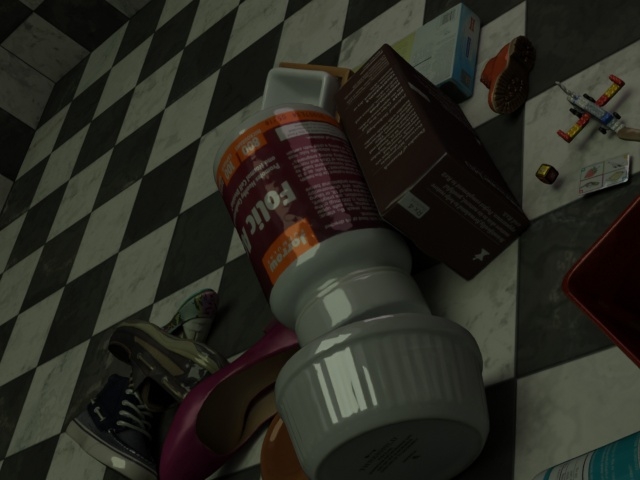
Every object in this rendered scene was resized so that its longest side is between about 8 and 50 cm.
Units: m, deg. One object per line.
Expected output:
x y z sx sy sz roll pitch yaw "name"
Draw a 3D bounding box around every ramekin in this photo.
0.084 0.218 1.268 0.273 0.273 0.127 -38 47 28 "ramekin"

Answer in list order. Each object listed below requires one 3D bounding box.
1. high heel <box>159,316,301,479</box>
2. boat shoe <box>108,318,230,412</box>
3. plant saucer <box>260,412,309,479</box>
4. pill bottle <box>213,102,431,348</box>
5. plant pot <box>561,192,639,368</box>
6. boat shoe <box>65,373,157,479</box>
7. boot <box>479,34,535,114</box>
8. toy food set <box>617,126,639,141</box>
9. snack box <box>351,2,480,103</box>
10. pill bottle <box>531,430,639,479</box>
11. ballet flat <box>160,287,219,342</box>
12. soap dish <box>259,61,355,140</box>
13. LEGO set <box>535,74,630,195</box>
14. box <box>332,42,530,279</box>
-0.119 0.258 1.632 0.377 0.127 0.181 -55 19 -7 "high heel"
-0.296 0.237 1.869 0.355 0.132 0.130 8 57 50 "boat shoe"
-0.026 0.304 1.554 0.200 0.037 0.200 -35 35 30 "plant saucer"
0.000 0.000 1.543 0.224 0.224 0.392 -42 53 21 "pill bottle"
0.435 0.061 0.931 0.267 0.235 0.267 -49 31 10 "plant pot"
-0.361 0.343 1.910 0.158 0.127 0.340 -56 30 -14 "boat shoe"
0.289 -0.252 1.645 0.084 0.059 0.158 -24 33 47 "boot"
0.473 -0.190 1.310 0.132 0.038 0.192 22 77 53 "toy food set"
0.145 -0.282 1.873 0.322 0.060 0.187 -25 42 42 "snack box"
0.301 0.272 1.003 0.264 0.146 0.146 -33 36 34 "pill bottle"
-0.264 0.178 2.003 0.221 0.077 0.079 -38 52 35 "ballet flat"
-0.020 -0.167 1.843 0.229 0.118 0.291 18 99 55 "soap dish"
0.397 -0.158 1.385 0.244 0.060 0.182 -18 46 42 "LEGO set"
0.157 -0.132 1.574 0.143 0.191 0.381 -44 32 19 "box"
